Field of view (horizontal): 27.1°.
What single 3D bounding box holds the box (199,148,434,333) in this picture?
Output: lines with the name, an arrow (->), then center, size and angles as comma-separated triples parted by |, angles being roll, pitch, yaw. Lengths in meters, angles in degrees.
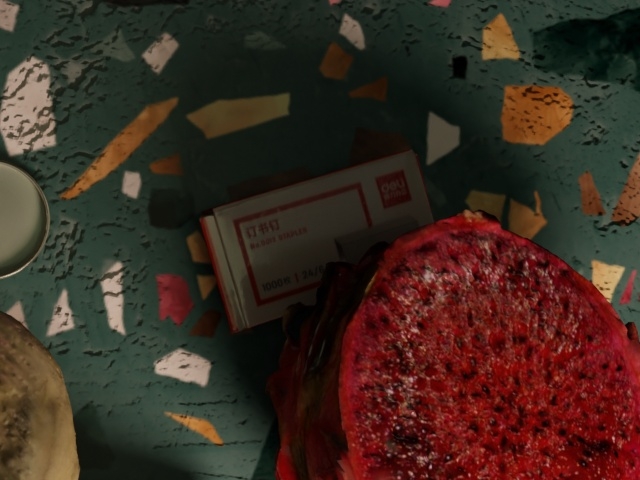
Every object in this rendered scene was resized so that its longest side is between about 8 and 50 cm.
box -> 0.000, 0.000, 1.278 | 0.229, 0.050, 0.123 | -17, 93, -20

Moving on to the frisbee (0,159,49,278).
frisbee -> -0.298, -0.019, 1.190 | 0.110, 0.014, 0.110 | 1, 88, -21

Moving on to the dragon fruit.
dragon fruit -> 0.116, 0.177, 1.207 | 0.386, 0.249, 0.371 | -13, 81, -38

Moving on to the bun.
bun -> -0.306, 0.177, 1.113 | 0.210, 0.116, 0.237 | 32, 79, 13
